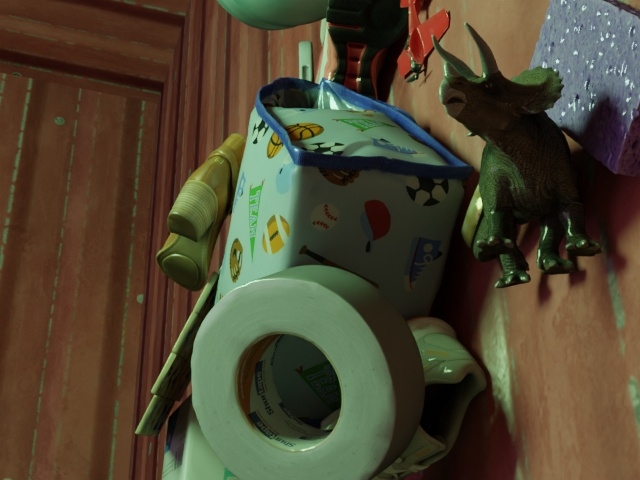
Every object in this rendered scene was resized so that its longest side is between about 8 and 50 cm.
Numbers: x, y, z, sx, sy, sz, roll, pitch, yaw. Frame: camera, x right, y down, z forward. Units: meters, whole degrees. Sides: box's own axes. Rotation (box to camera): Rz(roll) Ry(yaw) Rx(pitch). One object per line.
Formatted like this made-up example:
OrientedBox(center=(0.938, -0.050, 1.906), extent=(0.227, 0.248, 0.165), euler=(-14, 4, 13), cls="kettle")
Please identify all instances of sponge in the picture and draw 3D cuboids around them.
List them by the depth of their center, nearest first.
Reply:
OrientedBox(center=(0.234, -0.143, 0.963), extent=(0.210, 0.031, 0.117), euler=(-117, 39, -63), cls="sponge")

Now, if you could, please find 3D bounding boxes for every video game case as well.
OrientedBox(center=(-0.018, -0.163, 1.753), extent=(0.212, 0.023, 0.193), euler=(86, -178, -57), cls="video game case")

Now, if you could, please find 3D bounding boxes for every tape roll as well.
OrientedBox(center=(-0.014, 0.136, 1.084), extent=(0.072, 0.219, 0.219), euler=(-16, -57, -63), cls="tape roll")

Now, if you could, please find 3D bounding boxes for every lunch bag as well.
OrientedBox(center=(0.000, 0.000, 1.331), extent=(0.385, 0.238, 0.328), euler=(-132, 51, -64), cls="lunch bag")

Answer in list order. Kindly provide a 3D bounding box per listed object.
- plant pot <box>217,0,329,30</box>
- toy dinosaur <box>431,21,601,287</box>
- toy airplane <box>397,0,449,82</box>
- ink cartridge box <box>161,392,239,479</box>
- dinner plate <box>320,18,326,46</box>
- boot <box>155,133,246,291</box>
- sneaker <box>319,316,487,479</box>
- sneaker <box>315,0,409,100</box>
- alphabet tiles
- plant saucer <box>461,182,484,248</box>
OrientedBox(center=(-0.011, -0.450, 1.627), extent=(0.196, 0.293, 0.293), euler=(10, 91, 48), cls="plant pot")
OrientedBox(center=(0.177, -0.052, 0.985), extent=(0.313, 0.121, 0.160), euler=(47, -138, -69), cls="toy dinosaur")
OrientedBox(center=(0.122, -0.271, 1.439), extent=(0.151, 0.028, 0.151), euler=(-170, 90, -73), cls="toy airplane")
OrientedBox(center=(-0.114, 0.368, 1.569), extent=(0.198, 0.197, 0.270), euler=(133, 144, -64), cls="ink cartridge box")
OrientedBox(center=(0.021, -0.367, 1.876), extent=(0.141, 0.017, 0.141), euler=(-169, 90, -75), cls="dinner plate")
OrientedBox(center=(-0.139, -0.032, 1.455), extent=(0.152, 0.073, 0.197), euler=(-59, -5, -33), cls="boot")
OrientedBox(center=(0.066, 0.203, 1.134), extent=(0.262, 0.099, 0.121), euler=(-58, 27, 5), cls="sneaker")
OrientedBox(center=(0.041, -0.278, 1.571), extent=(0.136, 0.115, 0.314), euler=(-108, 31, -61), cls="sneaker")
OrientedBox(center=(-0.175, 0.143, 1.593), extent=(0.285, 0.011, 0.342), euler=(-63, -2, -10), cls="alphabet tiles")
OrientedBox(center=(0.156, -0.032, 1.129), extent=(0.083, 0.015, 0.083), euler=(21, -90, -79), cls="plant saucer")
